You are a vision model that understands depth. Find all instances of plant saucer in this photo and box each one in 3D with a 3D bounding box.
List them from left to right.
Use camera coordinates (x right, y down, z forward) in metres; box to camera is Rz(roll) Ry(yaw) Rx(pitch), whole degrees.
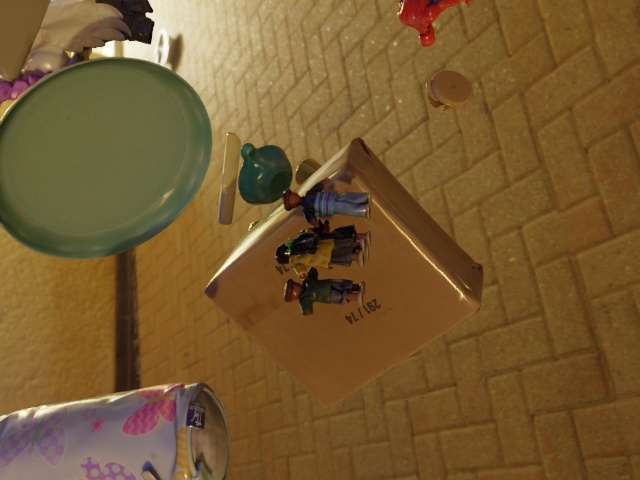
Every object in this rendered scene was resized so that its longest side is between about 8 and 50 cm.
[{"bbox_3d":[-0.302,-0.112,0.865,0.044,0.318,0.317,43,122,35],"label":"plant saucer"}]

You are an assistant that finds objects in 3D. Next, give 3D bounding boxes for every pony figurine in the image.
[{"bbox_3d":[-0.523,-0.327,1.171,0.363,0.351,0.302,-110,17,-50],"label":"pony figurine"}]

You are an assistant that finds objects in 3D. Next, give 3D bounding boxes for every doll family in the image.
[{"bbox_3d":[0.000,0.000,0.735,0.193,0.112,0.076,-76,-18,-51],"label":"doll family"}]

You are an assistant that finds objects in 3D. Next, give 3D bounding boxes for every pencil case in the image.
[{"bbox_3d":[-0.232,0.229,0.659,0.113,0.273,0.124,66,-162,-49],"label":"pencil case"}]

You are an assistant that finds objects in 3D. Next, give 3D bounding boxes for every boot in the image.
[{"bbox_3d":[-0.426,-0.473,1.227,0.246,0.161,0.083,66,150,23],"label":"boot"}]

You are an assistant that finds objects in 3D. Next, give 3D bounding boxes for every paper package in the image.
[{"bbox_3d":[0.039,0.056,1.000,0.325,0.309,0.168,-40,10,24],"label":"paper package"}]

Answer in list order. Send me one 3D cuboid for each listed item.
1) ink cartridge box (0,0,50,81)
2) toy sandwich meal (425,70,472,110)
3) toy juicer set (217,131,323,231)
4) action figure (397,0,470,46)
[{"bbox_3d":[-0.310,-0.200,0.404,0.153,0.209,0.086,95,-166,-78],"label":"ink cartridge box"},{"bbox_3d":[0.230,-0.266,1.105,0.029,0.086,0.085,117,148,-66],"label":"toy sandwich meal"},{"bbox_3d":[-0.128,-0.100,1.297,0.090,0.329,0.209,32,103,36],"label":"toy juicer set"},{"bbox_3d":[0.176,-0.468,1.016,0.092,0.139,0.280,22,136,46],"label":"action figure"}]
